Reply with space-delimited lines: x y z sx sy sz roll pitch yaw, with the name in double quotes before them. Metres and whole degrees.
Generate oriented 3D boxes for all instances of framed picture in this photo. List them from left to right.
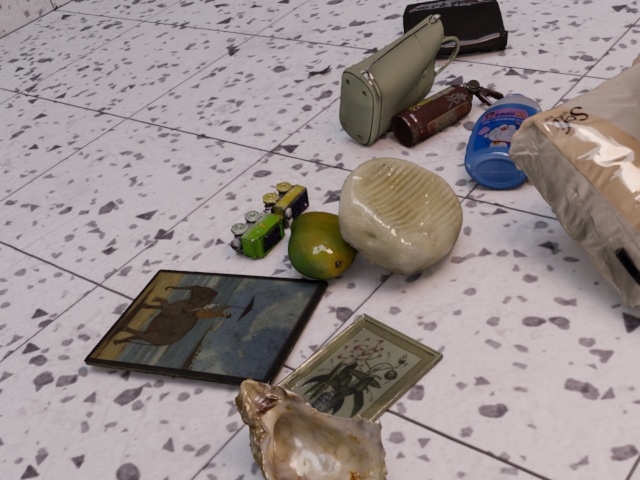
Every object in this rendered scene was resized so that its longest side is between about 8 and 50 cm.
"framed picture" -0.187 0.137 1.443 0.347 0.016 0.265 4 36 24
"framed picture" 0.046 0.204 1.277 0.231 0.010 0.173 -38 41 -29

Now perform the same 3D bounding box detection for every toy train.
"toy train" -0.091 -0.041 1.629 0.081 0.060 0.202 19 46 29

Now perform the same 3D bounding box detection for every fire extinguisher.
"fire extinguisher" 0.277 -0.269 1.820 0.252 0.106 0.075 -29 -4 -22

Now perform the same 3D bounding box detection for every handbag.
"handbag" 0.175 -0.356 1.832 0.109 0.241 0.315 39 63 19
"handbag" 0.331 -0.519 2.132 0.247 0.080 0.223 -6 43 8

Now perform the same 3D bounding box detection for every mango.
"mango" 0.003 0.000 1.510 0.122 0.085 0.191 -13 32 8

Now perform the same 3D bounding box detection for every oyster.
"oyster" -0.021 0.278 1.139 0.233 0.107 0.161 36 60 28

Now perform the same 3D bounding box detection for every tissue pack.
"tissue pack" 0.525 -0.104 1.318 0.376 0.195 0.390 -28 67 -20

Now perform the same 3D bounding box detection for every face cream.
"face cream" 0.365 -0.202 1.665 0.149 0.083 0.264 4 38 19

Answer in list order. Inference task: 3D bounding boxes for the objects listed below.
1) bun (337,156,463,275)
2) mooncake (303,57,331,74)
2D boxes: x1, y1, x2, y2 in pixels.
"bun" 0.126 -0.034 1.463 0.231 0.133 0.231 12 50 -15
"mooncake" 0.032 -0.361 2.031 0.150 0.057 0.346 0 33 0
